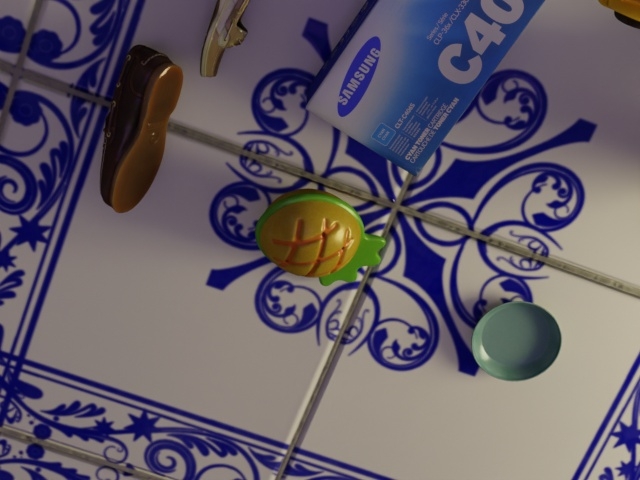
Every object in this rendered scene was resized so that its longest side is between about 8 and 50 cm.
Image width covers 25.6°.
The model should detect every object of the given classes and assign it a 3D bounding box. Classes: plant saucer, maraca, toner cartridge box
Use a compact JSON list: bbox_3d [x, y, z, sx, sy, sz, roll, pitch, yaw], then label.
[{"bbox_3d":[0.257,0.129,1.858,0.119,0.021,0.119,0,114,1],"label":"plant saucer"},{"bbox_3d":[0.000,0.000,1.765,0.127,0.099,0.186,-34,135,25],"label":"maraca"},{"bbox_3d":[0.143,-0.261,1.657,0.165,0.075,0.348,31,111,-11],"label":"toner cartridge box"}]

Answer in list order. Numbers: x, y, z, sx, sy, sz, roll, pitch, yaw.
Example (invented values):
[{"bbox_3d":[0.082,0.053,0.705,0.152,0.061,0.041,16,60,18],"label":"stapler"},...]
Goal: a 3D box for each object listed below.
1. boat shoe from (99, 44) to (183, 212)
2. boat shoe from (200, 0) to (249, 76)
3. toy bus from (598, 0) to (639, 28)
[{"bbox_3d":[-0.229,-0.137,1.723,0.073,0.073,0.207,33,112,27],"label":"boat shoe"},{"bbox_3d":[-0.108,-0.253,1.675,0.045,0.050,0.135,19,113,-2],"label":"boat shoe"},{"bbox_3d":[0.406,-0.267,1.503,0.220,0.211,0.149,18,116,9],"label":"toy bus"}]
